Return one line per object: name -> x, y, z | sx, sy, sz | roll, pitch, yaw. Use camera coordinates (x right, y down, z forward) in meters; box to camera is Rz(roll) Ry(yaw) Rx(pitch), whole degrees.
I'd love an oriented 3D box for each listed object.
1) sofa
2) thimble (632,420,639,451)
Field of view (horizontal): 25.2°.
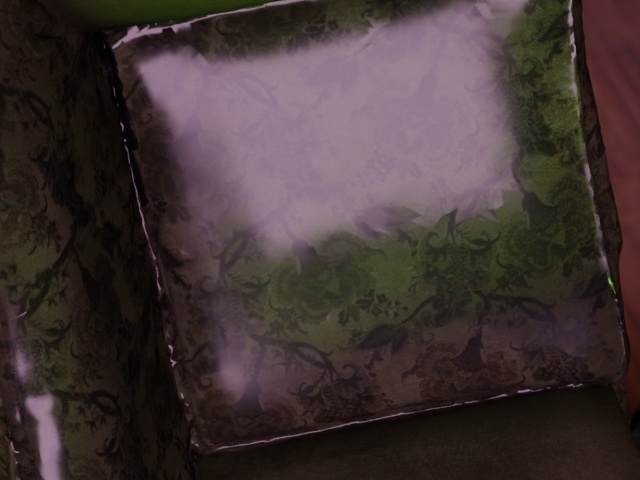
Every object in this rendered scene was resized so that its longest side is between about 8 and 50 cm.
sofa -> 0.000, 0.000, 0.408 | 0.200, 0.182, 0.258 | -10, 107, -1
thimble -> 0.153, 0.109, 0.470 | 0.098, 0.150, 0.150 | 40, 101, -12
